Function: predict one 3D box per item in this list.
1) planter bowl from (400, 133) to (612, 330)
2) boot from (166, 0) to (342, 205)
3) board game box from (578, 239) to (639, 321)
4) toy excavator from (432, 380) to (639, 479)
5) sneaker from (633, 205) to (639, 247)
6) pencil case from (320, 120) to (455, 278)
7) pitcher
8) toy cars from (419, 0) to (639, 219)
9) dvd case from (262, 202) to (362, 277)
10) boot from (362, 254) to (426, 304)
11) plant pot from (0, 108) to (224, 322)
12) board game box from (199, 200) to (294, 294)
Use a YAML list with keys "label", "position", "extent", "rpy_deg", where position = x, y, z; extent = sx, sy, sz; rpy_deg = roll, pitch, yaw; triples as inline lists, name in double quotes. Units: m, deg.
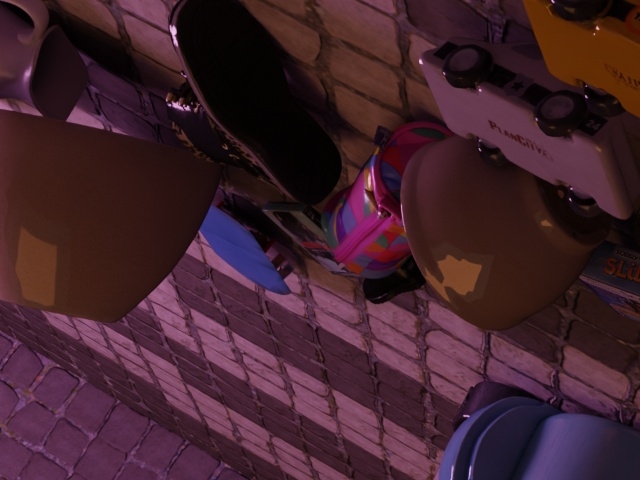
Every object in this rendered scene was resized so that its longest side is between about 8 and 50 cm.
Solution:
- label: "planter bowl"
  position: [0.157, -0.022, 1.375]
  extent: [0.109, 0.162, 0.162]
  rpy_deg: [-26, 124, 39]
- label: "boot"
  position: [-0.098, -0.136, 1.609]
  extent: [0.178, 0.085, 0.236]
  rpy_deg: [21, 154, 52]
- label: "board game box"
  position: [0.313, 0.059, 1.431]
  extent: [0.201, 0.035, 0.136]
  rpy_deg: [21, 173, 33]
- label: "toy excavator"
  position: [0.354, 0.316, 1.867]
  extent: [0.433, 0.222, 0.445]
  rpy_deg: [35, 154, -10]
- label: "sneaker"
  position: [0.289, 0.032, 1.283]
  extent: [0.086, 0.132, 0.228]
  rpy_deg: [42, 161, -26]
- label: "pencil case"
  position: [0.066, -0.033, 1.569]
  extent: [0.104, 0.104, 0.236]
  rpy_deg: [34, 164, -1]
- label: "pitcher"
  position: [-0.359, -0.215, 1.822]
  extent: [0.207, 0.125, 0.178]
  rpy_deg: [16, 145, 17]
- label: "toy cars"
  position: [0.192, -0.108, 1.169]
  extent: [0.176, 0.087, 0.393]
  rpy_deg: [48, 165, -6]
- label: "dvd case"
  position: [0.000, 0.000, 1.920]
  extent: [0.119, 0.013, 0.087]
  rpy_deg: [41, 161, -27]
- label: "boot"
  position: [0.050, 0.017, 1.824]
  extent: [0.099, 0.045, 0.121]
  rpy_deg: [36, 156, -17]
- label: "plant pot"
  position: [-0.261, -0.019, 1.860]
  extent: [0.284, 0.191, 0.284]
  rpy_deg: [13, 178, 0]
- label: "board game box"
  position: [-0.090, -0.006, 2.039]
  extent: [0.133, 0.033, 0.169]
  rpy_deg: [25, 157, 42]
